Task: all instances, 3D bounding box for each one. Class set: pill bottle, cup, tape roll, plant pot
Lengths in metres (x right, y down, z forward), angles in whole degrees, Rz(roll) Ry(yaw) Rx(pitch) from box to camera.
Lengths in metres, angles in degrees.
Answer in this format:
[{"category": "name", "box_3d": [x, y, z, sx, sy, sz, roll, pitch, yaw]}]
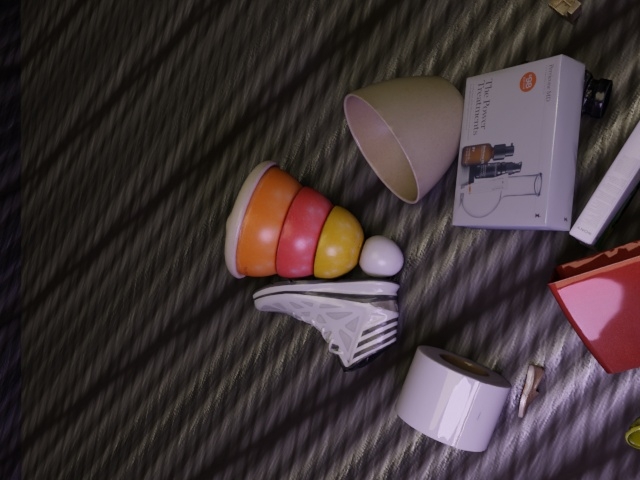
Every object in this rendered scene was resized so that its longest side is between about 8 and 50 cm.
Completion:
[{"category": "pill bottle", "box_3d": [0.596, -0.369, 1.602, 0.219, 0.123, 0.123, 18, 93, 27]}, {"category": "cup", "box_3d": [0.249, -0.298, 1.695, 0.237, 0.331, 0.331, -34, 68, -8]}, {"category": "tape roll", "box_3d": [0.325, 0.383, 1.596, 0.246, 0.246, 0.169, 22, 94, 27]}, {"category": "plant pot", "box_3d": [0.689, 0.143, 1.440, 0.267, 0.267, 0.236, -22, 87, 24]}]

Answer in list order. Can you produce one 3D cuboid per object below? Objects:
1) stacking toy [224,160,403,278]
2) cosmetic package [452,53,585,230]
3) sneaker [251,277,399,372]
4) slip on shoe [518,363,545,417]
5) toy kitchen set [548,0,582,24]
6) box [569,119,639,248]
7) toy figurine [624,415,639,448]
[{"category": "stacking toy", "box_3d": [0.000, 0.000, 1.821, 0.480, 0.350, 0.351, 18, 93, 8]}, {"category": "cosmetic package", "box_3d": [0.456, -0.214, 1.515, 0.284, 0.097, 0.377, 2, 86, 55]}, {"category": "sneaker", "box_3d": [0.004, 0.241, 1.817, 0.447, 0.169, 0.257, -4, 81, 24]}, {"category": "slip on shoe", "box_3d": [0.523, 0.377, 1.607, 0.041, 0.051, 0.135, 14, 85, 16]}, {"category": "toy kitchen set", "box_3d": [0.630, -0.609, 1.635, 0.068, 0.075, 0.083, -48, 71, 14]}, {"category": "box", "box_3d": [0.687, -0.129, 1.469, 0.058, 0.232, 0.322, 35, 101, 26]}, {"category": "toy figurine", "box_3d": [0.859, 0.342, 1.417, 0.362, 0.191, 0.217, -18, 46, 32]}]
